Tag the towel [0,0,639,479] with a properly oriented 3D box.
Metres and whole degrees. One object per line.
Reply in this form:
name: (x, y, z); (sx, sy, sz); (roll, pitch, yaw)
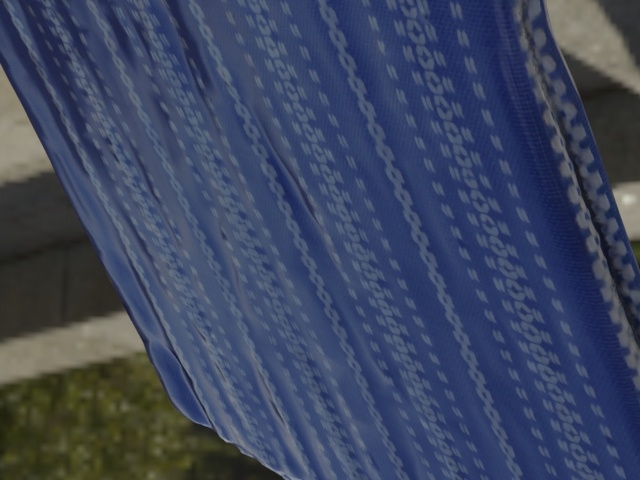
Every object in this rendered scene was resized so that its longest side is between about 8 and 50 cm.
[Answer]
towel: (0.000, 0.000, 0.606); (0.336, 0.040, 0.243); (20, 140, 56)
